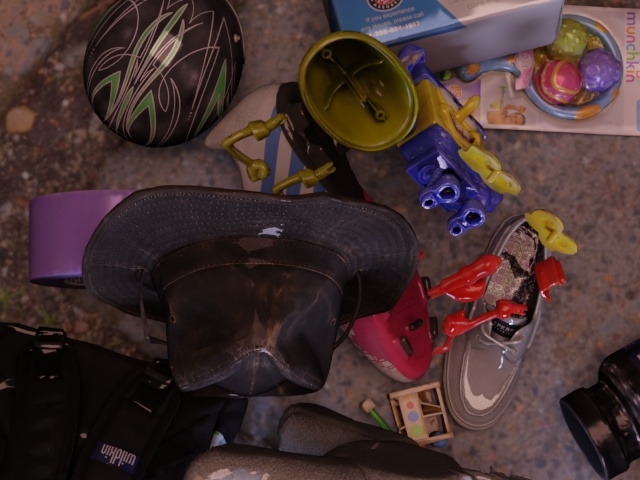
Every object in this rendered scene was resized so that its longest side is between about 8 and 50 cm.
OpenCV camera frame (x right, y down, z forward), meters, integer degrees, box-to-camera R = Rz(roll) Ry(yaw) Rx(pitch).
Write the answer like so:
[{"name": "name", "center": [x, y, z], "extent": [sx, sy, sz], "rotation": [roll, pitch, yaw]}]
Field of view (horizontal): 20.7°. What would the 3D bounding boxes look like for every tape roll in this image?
[{"name": "tape roll", "center": [-0.189, 0.002, 1.708], "extent": [0.189, 0.189, 0.080], "rotation": [-1, 84, -2]}]

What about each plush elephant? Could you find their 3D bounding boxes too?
[{"name": "plush elephant", "center": [0.050, 0.320, 1.642], "extent": [0.330, 0.272, 0.255], "rotation": [11, 100, 14]}]

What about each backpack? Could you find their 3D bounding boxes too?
[{"name": "backpack", "center": [-0.251, 0.297, 1.652], "extent": [0.290, 0.273, 0.355], "rotation": [14, 54, -5]}]

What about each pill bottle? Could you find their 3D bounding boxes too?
[{"name": "pill bottle", "center": [0.354, 0.145, 1.740], "extent": [0.219, 0.123, 0.122], "rotation": [-28, 85, -4]}]

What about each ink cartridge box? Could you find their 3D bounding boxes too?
[{"name": "ink cartridge box", "center": [0.095, -0.331, 1.758], "extent": [0.223, 0.129, 0.307], "rotation": [-15, 75, 0]}]

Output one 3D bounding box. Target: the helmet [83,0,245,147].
[{"name": "helmet", "center": [-0.156, -0.177, 1.742], "extent": [0.169, 0.161, 0.169], "rotation": [0, 84, -2]}]

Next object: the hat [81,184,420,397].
[{"name": "hat", "center": [-0.066, 0.072, 1.557], "extent": [0.331, 0.331, 0.134], "rotation": [2, 65, -1]}]

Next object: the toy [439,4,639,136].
[{"name": "toy", "center": [0.241, -0.182, 1.808], "extent": [0.237, 0.056, 0.136], "rotation": [2, 84, -1]}]

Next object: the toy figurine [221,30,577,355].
[{"name": "toy figurine", "center": [0.074, -0.091, 1.692], "extent": [0.191, 0.217, 0.362], "rotation": [-37, 120, 21]}]

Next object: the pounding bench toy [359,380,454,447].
[{"name": "pounding bench toy", "center": [0.086, 0.183, 1.763], "extent": [0.083, 0.052, 0.065], "rotation": [-14, 84, -3]}]

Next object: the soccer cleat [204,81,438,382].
[{"name": "soccer cleat", "center": [0.000, 0.000, 1.766], "extent": [0.143, 0.116, 0.331], "rotation": [-22, 97, 32]}]

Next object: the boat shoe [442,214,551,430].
[{"name": "boat shoe", "center": [0.178, 0.079, 1.763], "extent": [0.079, 0.081, 0.227], "rotation": [16, 83, 0]}]
